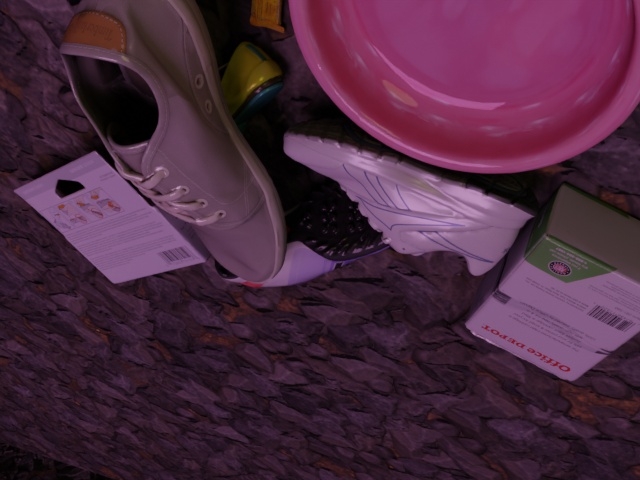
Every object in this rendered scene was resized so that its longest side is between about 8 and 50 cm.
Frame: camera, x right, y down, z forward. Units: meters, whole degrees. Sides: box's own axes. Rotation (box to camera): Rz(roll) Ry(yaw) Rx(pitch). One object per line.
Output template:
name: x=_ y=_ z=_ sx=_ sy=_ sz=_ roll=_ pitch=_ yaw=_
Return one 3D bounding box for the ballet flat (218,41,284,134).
ballet flat: x=-0.121 y=-0.161 z=0.939 sx=0.077 sy=0.077 sz=0.231 roll=53 pitch=139 yaw=2

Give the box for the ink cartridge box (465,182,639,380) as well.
ink cartridge box: x=0.293 y=0.058 z=0.905 sx=0.160 sy=0.093 sz=0.219 roll=28 pitch=145 yaw=1

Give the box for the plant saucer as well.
plant saucer: x=0.135 y=-0.208 z=0.692 sx=0.332 sy=0.084 sz=0.332 roll=18 pitch=142 yaw=14

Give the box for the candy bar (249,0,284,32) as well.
candy bar: x=-0.051 y=-0.280 z=0.779 sx=0.040 sy=0.018 sz=0.161 roll=19 pitch=143 yaw=6

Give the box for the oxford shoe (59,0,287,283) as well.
oxford shoe: x=-0.157 y=-0.088 z=0.846 sx=0.169 sy=0.130 sz=0.449 roll=14 pitch=146 yaw=27

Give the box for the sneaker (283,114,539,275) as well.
sneaker: x=0.088 y=-0.050 z=0.863 sx=0.297 sy=0.111 sz=0.129 roll=24 pitch=120 yaw=8

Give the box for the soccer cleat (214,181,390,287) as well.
soccer cleat: x=0.000 y=0.000 z=1.041 sx=0.318 sy=0.109 sz=0.116 roll=-17 pitch=154 yaw=35

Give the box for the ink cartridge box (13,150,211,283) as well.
ink cartridge box: x=-0.328 y=-0.042 z=1.219 sx=0.275 sy=0.060 sz=0.239 roll=-13 pitch=127 yaw=43
